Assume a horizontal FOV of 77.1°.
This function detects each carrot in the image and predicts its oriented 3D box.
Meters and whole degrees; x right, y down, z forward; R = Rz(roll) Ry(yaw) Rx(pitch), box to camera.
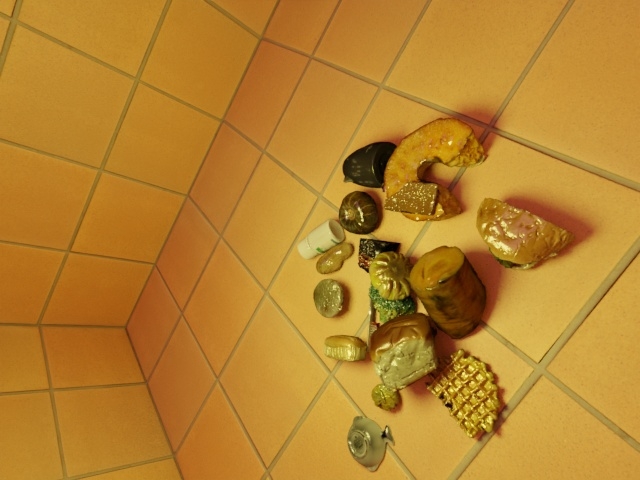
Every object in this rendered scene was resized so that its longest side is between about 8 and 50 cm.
[{"bbox_3d":[0.490,0.186,1.527,0.241,0.341,0.242,-25,35,19],"label":"carrot"}]

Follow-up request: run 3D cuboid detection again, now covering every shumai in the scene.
[{"bbox_3d":[0.063,0.286,1.959,0.201,0.120,0.202,-11,75,44],"label":"shumai"}]

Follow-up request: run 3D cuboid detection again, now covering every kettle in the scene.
[{"bbox_3d":[0.243,-0.376,1.935,0.290,0.207,0.268,8,57,53],"label":"kettle"}]

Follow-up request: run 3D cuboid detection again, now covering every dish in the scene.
[{"bbox_3d":[0.191,0.867,1.724,0.246,0.078,0.224,-36,56,31],"label":"dish"}]

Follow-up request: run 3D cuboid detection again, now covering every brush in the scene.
[{"bbox_3d":[0.244,0.344,1.822,0.050,0.060,0.321,-2,79,30],"label":"brush"}]

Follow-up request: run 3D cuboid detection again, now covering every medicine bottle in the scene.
[{"bbox_3d":[0.000,0.000,2.078,0.236,0.139,0.139,-35,58,32],"label":"medicine bottle"}]

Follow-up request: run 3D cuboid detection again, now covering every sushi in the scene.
[{"bbox_3d":[0.249,0.074,1.825,0.172,0.153,0.151,9,94,38],"label":"sushi"}]

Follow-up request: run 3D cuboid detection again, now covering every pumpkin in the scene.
[{"bbox_3d":[0.188,-0.134,1.935,0.219,0.162,0.219,23,120,49],"label":"pumpkin"}]

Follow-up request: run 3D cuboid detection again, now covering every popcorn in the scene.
[{"bbox_3d":[0.268,0.658,1.687,0.116,0.106,0.121,-47,52,12],"label":"popcorn"}]

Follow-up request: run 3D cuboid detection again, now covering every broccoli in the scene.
[{"bbox_3d":[0.301,0.283,1.748,0.219,0.194,0.194,17,91,21],"label":"broccoli"}]

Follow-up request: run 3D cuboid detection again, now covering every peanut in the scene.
[{"bbox_3d":[0.071,0.092,2.019,0.226,0.095,0.108,-42,92,20],"label":"peanut"}]

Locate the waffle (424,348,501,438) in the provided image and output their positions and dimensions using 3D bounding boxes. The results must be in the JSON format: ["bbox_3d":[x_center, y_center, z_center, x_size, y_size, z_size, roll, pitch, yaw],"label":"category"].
[{"bbox_3d":[0.528,0.564,1.501,0.283,0.065,0.310,-11,69,39],"label":"waffle"}]

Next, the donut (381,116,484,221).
[{"bbox_3d":[0.471,-0.292,1.705,0.377,0.163,0.436,32,104,43],"label":"donut"}]

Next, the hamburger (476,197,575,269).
[{"bbox_3d":[0.689,-0.004,1.427,0.329,0.162,0.209,29,98,38],"label":"hamburger"}]

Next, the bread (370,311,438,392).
[{"bbox_3d":[0.333,0.421,1.587,0.278,0.250,0.225,-31,93,16],"label":"bread"}]

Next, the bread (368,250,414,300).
[{"bbox_3d":[0.305,0.139,1.656,0.105,0.213,0.214,93,160,-59],"label":"bread"}]

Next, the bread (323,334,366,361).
[{"bbox_3d":[0.112,0.487,1.830,0.236,0.139,0.106,-12,73,57],"label":"bread"}]

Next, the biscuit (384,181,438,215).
[{"bbox_3d":[0.369,-0.175,1.647,0.236,0.026,0.131,13,91,47],"label":"biscuit"}]
